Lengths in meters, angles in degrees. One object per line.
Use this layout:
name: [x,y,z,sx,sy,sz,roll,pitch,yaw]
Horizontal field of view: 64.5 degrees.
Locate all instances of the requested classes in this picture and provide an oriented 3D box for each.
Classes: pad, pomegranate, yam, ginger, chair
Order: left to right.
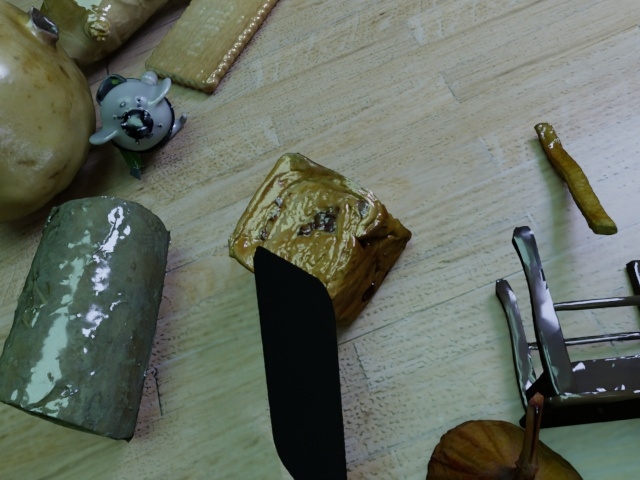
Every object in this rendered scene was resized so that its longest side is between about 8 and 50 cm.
pomegranate: [-0.484,-0.195,0.726,0.333,0.332,0.332,-7,64,14]
yam: [-0.276,0.093,0.607,0.161,0.161,0.268,-3,65,15]
ginger: [-0.335,-0.451,0.910,0.376,0.166,0.236,-29,35,-11]
pad: [0.040,0.147,0.415,0.323,0.055,0.249,10,111,41]
chair: [0.271,0.147,0.424,0.186,0.160,0.319,-8,63,7]

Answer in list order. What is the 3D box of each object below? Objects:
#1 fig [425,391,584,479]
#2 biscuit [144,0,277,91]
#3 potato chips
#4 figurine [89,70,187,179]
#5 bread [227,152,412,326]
fig: [0.161,0.205,0.405,0.146,0.201,0.133,23,61,16]
biscuit: [-0.178,-0.365,0.869,0.160,0.030,0.249,23,74,24]
potato chips: [0.279,-0.069,0.559,0.026,0.037,0.204,-24,36,22]
figurine: [-0.270,-0.188,0.754,0.147,0.126,0.192,-43,31,6]
bread: [0.000,0.000,0.580,0.158,0.143,0.149,36,87,27]
